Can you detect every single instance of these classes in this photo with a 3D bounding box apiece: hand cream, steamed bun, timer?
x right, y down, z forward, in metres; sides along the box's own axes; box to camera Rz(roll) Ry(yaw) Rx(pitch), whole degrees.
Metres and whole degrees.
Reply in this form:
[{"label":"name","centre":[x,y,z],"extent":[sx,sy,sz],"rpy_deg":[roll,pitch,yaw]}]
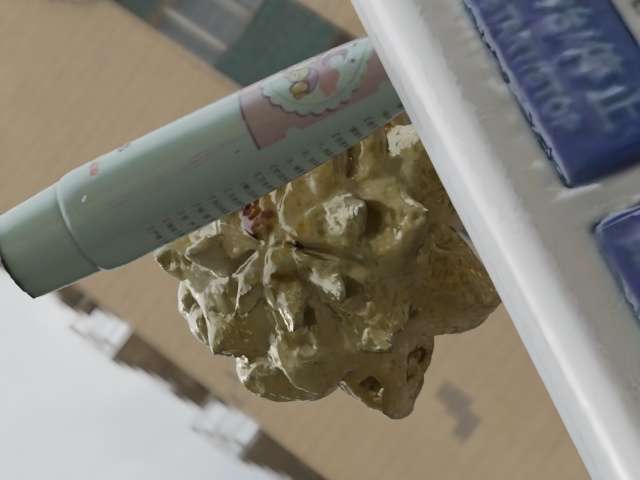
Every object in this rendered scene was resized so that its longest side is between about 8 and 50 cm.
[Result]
[{"label":"hand cream","centre":[-0.011,-0.058,0.959],"extent":[0.331,0.058,0.085],"rpy_deg":[-24,5,13]},{"label":"steamed bun","centre":[0.000,0.000,1.496],"extent":[0.292,0.295,0.137],"rpy_deg":[-22,-17,23]},{"label":"timer","centre":[0.111,-0.040,0.423],"extent":[0.178,0.253,0.078],"rpy_deg":[-21,-36,-2]}]
